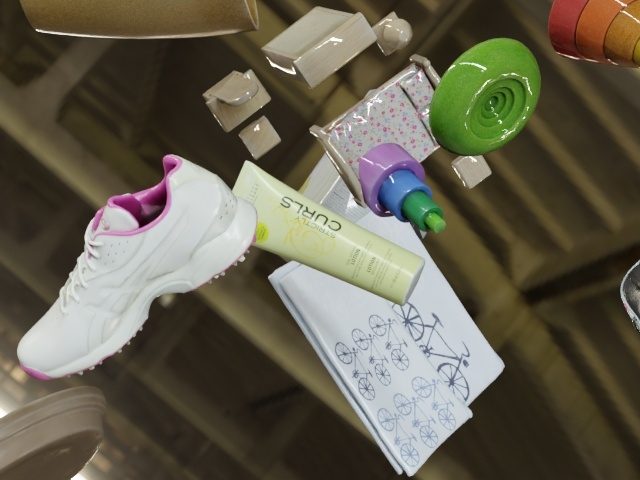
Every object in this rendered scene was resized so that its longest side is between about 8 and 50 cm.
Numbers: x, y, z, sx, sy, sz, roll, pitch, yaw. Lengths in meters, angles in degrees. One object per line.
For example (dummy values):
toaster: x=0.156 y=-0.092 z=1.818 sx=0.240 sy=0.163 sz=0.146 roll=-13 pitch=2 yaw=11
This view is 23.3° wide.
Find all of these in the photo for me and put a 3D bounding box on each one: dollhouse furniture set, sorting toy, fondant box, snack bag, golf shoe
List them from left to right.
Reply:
golf shoe: x=-0.217 y=0.025 z=1.643 sx=0.140 sy=0.306 sz=0.115 roll=48 pitch=8 yaw=-34
fondant box: x=0.052 y=-0.098 z=2.553 sx=0.096 sy=0.330 sz=0.238 roll=37 pitch=-6 yaw=-12
dollhouse furniture set: x=0.063 y=-0.140 z=2.182 sx=0.355 sy=0.303 sz=0.174 roll=56 pitch=-8 yaw=-20
snack bag: x=0.111 y=0.121 z=2.147 sx=0.037 sy=0.342 sz=0.323 roll=-35 pitch=-91 yaw=38
sorting toy: x=0.207 y=-0.125 z=1.478 sx=0.126 sy=0.365 sz=0.127 roll=46 pitch=-10 yaw=41

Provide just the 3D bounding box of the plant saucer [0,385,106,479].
plant saucer: x=-0.321 y=0.241 z=1.527 sx=0.041 sy=0.278 sz=0.278 roll=53 pitch=-11 yaw=13

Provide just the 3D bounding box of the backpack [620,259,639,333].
backpack: x=0.657 y=0.110 z=2.714 sx=0.191 sy=0.225 sz=0.253 roll=49 pitch=7 yaw=-36

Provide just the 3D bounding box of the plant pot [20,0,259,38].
plant pot: x=-0.222 y=-0.331 z=1.796 sx=0.237 sy=0.254 sz=0.237 roll=-13 pitch=90 yaw=-86

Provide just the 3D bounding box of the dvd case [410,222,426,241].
dvd case: x=0.100 y=0.040 z=2.434 sx=0.018 sy=0.221 sz=0.164 roll=29 pitch=-12 yaw=20

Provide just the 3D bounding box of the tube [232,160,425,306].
tube: x=0.000 y=0.000 z=1.774 sx=0.240 sy=0.070 sz=0.062 roll=26 pitch=-38 yaw=11
